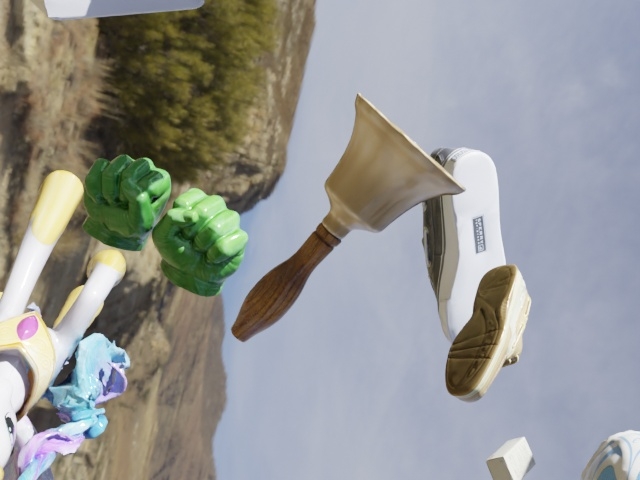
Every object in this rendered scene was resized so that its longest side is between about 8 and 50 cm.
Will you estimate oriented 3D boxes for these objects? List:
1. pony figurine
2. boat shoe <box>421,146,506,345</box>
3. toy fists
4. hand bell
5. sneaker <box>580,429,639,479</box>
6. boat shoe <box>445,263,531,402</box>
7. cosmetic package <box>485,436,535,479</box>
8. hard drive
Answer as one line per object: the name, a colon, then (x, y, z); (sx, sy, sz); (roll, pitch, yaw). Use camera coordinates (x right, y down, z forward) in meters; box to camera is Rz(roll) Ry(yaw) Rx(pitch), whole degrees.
pony figurine: (-0.307, 0.154, 0.622); (0.351, 0.303, 0.363); (-51, -159, 27)
boat shoe: (0.197, 0.012, 1.017); (0.102, 0.108, 0.301); (28, -50, 61)
toy fists: (-0.244, -0.031, 1.063); (0.142, 0.279, 0.096); (-66, 168, 21)
hand bell: (0.000, 0.000, 0.624); (0.242, 0.126, 0.126); (-47, -162, 12)
sneaker: (0.190, 0.221, 0.358); (0.086, 0.085, 0.237); (-12, 88, -79)
boat shoe: (0.143, 0.079, 0.562); (0.050, 0.045, 0.135); (-16, -147, 48)
cosmetic package: (0.367, 0.427, 1.334); (0.041, 0.115, 0.060); (-28, -102, 35)
hard drive: (-0.325, -0.380, 1.055); (0.319, 0.210, 0.040); (-140, -138, -56)
